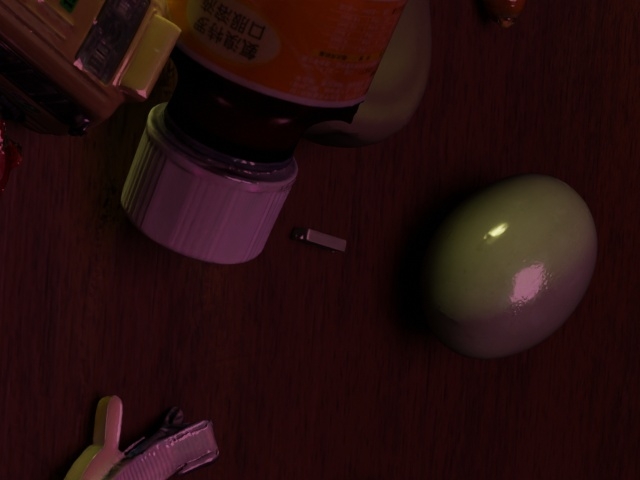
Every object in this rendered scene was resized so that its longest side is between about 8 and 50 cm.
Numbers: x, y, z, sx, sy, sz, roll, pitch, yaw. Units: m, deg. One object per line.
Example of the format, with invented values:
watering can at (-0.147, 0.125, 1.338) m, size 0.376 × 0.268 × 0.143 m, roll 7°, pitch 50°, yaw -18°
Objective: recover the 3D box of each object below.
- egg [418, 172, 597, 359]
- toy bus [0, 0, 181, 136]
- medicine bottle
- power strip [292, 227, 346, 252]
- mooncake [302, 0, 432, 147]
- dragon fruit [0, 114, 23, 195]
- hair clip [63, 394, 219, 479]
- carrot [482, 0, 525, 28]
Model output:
egg at (0.239, 0.031, 2.229) m, size 0.282 × 0.203 × 0.203 m, roll -50°, pitch 126°, yaw -31°
toy bus at (-0.312, -0.252, 1.660) m, size 0.365 × 0.202 × 0.177 m, roll 40°, pitch 65°, yaw -40°
medicine bottle at (-0.063, -0.170, 1.816) m, size 0.242 × 0.242 × 0.395 m, roll -6°, pitch 123°, yaw -44°
power strip at (0.000, 0.000, 2.114) m, size 0.083 × 0.027 × 0.017 m, roll 16°, pitch 82°, yaw -46°
mooncake at (0.012, -0.238, 2.032) m, size 0.275 × 0.135 × 0.275 m, roll 0°, pitch 91°, yaw -46°
dragon fruit at (-0.401, -0.119, 1.623) m, size 0.269 × 0.198 × 0.200 m, roll 45°, pitch 23°, yaw -9°
hair clip at (-0.210, 0.248, 1.900) m, size 0.218 × 0.071 × 0.159 m, roll -36°, pitch 115°, yaw -43°
carrot at (0.233, -0.413, 2.290) m, size 0.062 × 0.066 × 0.271 m, roll -73°, pitch 159°, yaw -84°
